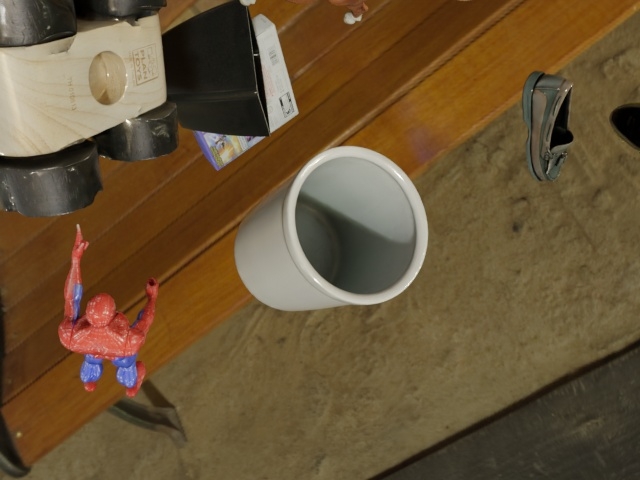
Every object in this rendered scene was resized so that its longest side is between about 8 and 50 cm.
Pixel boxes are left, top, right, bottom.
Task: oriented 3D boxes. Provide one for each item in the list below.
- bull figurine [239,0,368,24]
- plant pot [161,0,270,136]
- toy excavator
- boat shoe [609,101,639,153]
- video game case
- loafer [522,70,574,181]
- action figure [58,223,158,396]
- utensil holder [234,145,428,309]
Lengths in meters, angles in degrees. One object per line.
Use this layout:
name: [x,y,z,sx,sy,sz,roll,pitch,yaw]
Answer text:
bull figurine: [-0.058,-0.415,0.914,0.310,0.188,0.101,15,95,1]
plant pot: [-0.192,-0.297,1.090,0.166,0.187,0.188,-7,78,0]
toy excavator: [-0.376,-0.250,0.753,0.444,0.223,0.433,14,33,19]
boat shoe: [0.691,-0.207,1.205,0.305,0.091,0.109,-100,25,-64]
video game case: [-0.183,-0.316,1.317,0.244,0.270,0.061,-38,60,-13]
loafer: [0.453,-0.207,1.172,0.084,0.268,0.096,20,63,38]
action figure: [-0.234,0.086,0.681,0.091,0.280,0.139,9,66,-12]
utensil holder: [0.000,0.000,1.376,0.385,0.327,0.328,-23,52,61]
